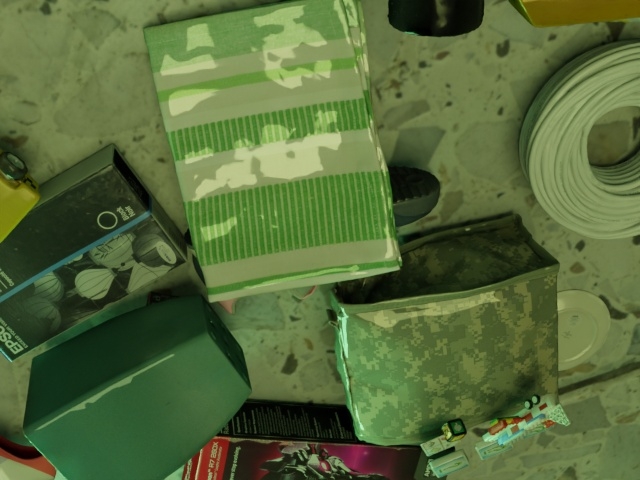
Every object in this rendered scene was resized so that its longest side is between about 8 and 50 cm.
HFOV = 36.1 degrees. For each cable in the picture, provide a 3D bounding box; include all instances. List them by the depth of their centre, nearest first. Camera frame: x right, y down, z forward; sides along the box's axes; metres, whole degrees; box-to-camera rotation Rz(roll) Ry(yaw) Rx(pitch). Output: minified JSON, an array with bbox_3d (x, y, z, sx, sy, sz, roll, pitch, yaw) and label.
[{"bbox_3d":[0.376,-0.127,1.229,0.257,0.089,0.257,12,117,-16],"label":"cable"}]

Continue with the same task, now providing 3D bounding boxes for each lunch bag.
[{"bbox_3d":[0.153,0.123,1.283,0.286,0.169,0.235,-14,122,-8],"label":"lunch bag"}]

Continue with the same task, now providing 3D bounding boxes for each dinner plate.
[{"bbox_3d":[0.353,0.134,1.413,0.141,0.017,0.141,-5,118,-9],"label":"dinner plate"}]

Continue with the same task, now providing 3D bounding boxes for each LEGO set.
[{"bbox_3d":[0.226,0.263,1.268,0.182,0.060,0.244,-23,153,3],"label":"LEGO set"}]

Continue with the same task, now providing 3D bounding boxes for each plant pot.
[{"bbox_3d":[-0.213,0.183,1.209,0.234,0.166,0.165,-31,117,3],"label":"plant pot"}]

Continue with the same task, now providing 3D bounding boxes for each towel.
[{"bbox_3d":[-0.048,-0.103,1.115,0.247,0.038,0.325,-10,100,5],"label":"towel"}]

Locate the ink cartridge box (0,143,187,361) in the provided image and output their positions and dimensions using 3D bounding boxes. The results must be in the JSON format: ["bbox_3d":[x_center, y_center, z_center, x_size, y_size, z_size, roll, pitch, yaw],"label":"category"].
[{"bbox_3d":[-0.346,0.035,1.202,0.332,0.065,0.165,-30,121,8],"label":"ink cartridge box"}]

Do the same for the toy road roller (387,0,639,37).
[{"bbox_3d":[0.192,-0.345,0.977,0.329,0.241,0.203,-5,122,-3],"label":"toy road roller"}]

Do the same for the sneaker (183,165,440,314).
[{"bbox_3d":[0.000,0.000,1.222,0.318,0.112,0.131,-13,119,6],"label":"sneaker"}]

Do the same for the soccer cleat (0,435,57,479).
[{"bbox_3d":[-0.506,0.276,1.297,0.318,0.108,0.117,22,93,-19],"label":"soccer cleat"}]

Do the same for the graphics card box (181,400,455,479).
[{"bbox_3d":[-0.012,0.353,1.425,0.370,0.094,0.233,6,117,-15],"label":"graphics card box"}]

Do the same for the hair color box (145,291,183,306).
[{"bbox_3d":[-0.206,0.142,1.298,0.071,0.043,0.141,10,116,-14],"label":"hair color box"}]

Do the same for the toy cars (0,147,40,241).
[{"bbox_3d":[-0.510,-0.092,1.091,0.393,0.087,0.177,1,114,-7],"label":"toy cars"}]

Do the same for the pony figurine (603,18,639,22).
[{"bbox_3d":[0.510,-0.238,1.025,0.350,0.363,0.303,4,107,-22],"label":"pony figurine"}]
